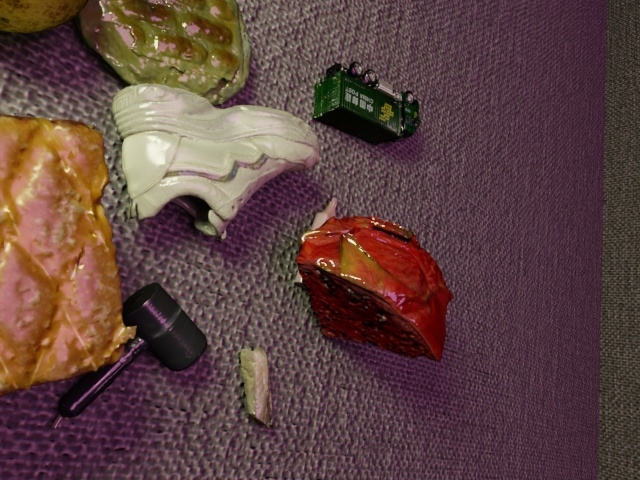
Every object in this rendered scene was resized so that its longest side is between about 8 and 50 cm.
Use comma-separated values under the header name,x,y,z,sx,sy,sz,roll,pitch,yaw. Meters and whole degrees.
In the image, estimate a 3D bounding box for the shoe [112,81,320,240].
name,x,y,z,sx,sy,sz,roll,pitch,yaw
shoe,-0.150,-0.104,0.779,0.342,0.132,0.210,2,86,-37

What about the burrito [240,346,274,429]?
name,x,y,z,sx,sy,sz,roll,pitch,yaw
burrito,-0.106,0.251,0.827,0.055,0.041,0.149,-6,89,-56

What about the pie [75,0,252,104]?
name,x,y,z,sx,sy,sz,roll,pitch,yaw
pie,-0.235,-0.352,0.765,0.306,0.071,0.306,8,78,-41

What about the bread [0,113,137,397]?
name,x,y,z,sx,sy,sz,roll,pitch,yaw
bread,-0.376,0.021,0.496,0.279,0.207,0.278,-11,95,-45

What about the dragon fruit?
name,x,y,z,sx,sy,sz,roll,pitch,yaw
dragon fruit,0.082,0.053,0.954,0.302,0.240,0.330,46,31,-17

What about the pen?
name,x,y,z,sx,sy,sz,roll,pitch,yaw
pen,0.000,0.000,0.962,0.053,0.032,0.197,33,65,-35

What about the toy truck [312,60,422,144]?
name,x,y,z,sx,sy,sz,roll,pitch,yaw
toy truck,0.108,-0.287,1.061,0.259,0.088,0.121,12,76,-40

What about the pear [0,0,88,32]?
name,x,y,z,sx,sy,sz,roll,pitch,yaw
pear,-0.362,-0.338,0.573,0.197,0.197,0.197,6,81,-42

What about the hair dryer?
name,x,y,z,sx,sy,sz,roll,pitch,yaw
hair dryer,-0.269,0.173,0.677,0.219,0.072,0.124,-45,115,-29
